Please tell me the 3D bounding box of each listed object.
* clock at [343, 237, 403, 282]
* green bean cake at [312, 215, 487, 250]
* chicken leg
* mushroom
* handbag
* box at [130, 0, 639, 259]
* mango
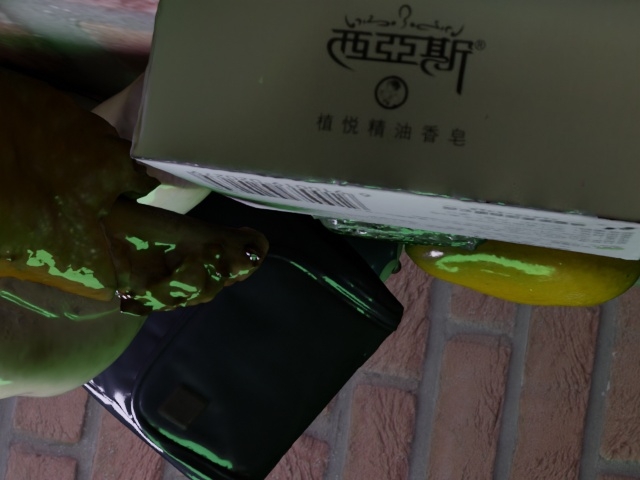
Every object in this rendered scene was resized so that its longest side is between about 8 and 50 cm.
[{"bbox_3d":[0.000,0.000,1.184,0.146,0.199,0.243,31,159,-32],"label":"clock"},{"bbox_3d":[0.084,-0.043,0.903,0.173,0.094,0.181,7,178,9],"label":"green bean cake"},{"bbox_3d":[-0.222,-0.065,0.522,0.409,0.182,0.295,20,-176,-29],"label":"chicken leg"},{"bbox_3d":[-0.221,-0.032,0.753,0.314,0.314,0.336,12,150,-44],"label":"mushroom"},{"bbox_3d":[-0.097,0.091,0.942,0.275,0.302,0.178,44,-176,22],"label":"handbag"},{"bbox_3d":[0.058,-0.062,0.507,0.260,0.111,0.194,6,177,14],"label":"box"},{"bbox_3d":[0.262,0.016,1.139,0.317,0.119,0.176,5,166,-10],"label":"mango"}]
